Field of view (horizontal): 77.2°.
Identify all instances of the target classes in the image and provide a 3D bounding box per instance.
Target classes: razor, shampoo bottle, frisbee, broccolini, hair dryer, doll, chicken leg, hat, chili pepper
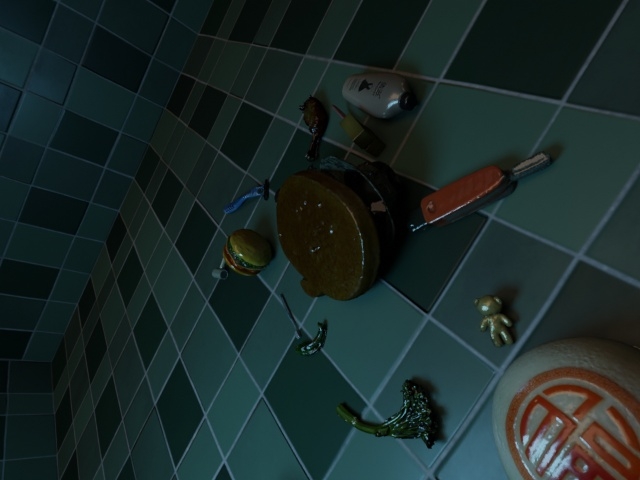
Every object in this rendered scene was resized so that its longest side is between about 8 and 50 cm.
[{"bbox_3d":[-0.287,-0.155,1.515,0.253,0.042,0.081,-20,62,42],"label":"razor"},{"bbox_3d":[0.163,-0.401,1.104,0.257,0.078,0.127,36,98,45],"label":"shampoo bottle"},{"bbox_3d":[-0.075,-0.166,1.313,0.187,0.012,0.211,-59,42,11],"label":"frisbee"},{"bbox_3d":[0.130,0.359,0.868,0.272,0.062,0.123,-15,55,46],"label":"broccolini"},{"bbox_3d":[-0.362,0.085,1.510,0.063,0.038,0.124,4,71,46],"label":"hair dryer"},{"bbox_3d":[0.320,0.148,0.743,0.062,0.051,0.093,-23,61,32],"label":"doll"},{"bbox_3d":[-0.023,-0.376,1.315,0.106,0.051,0.253,-28,57,44],"label":"chicken leg"},{"bbox_3d":[0.123,-0.123,0.991,0.128,0.265,0.266,-39,37,-21],"label":"hat"},{"bbox_3d":[-0.023,0.275,1.072,0.055,0.035,0.118,51,117,26],"label":"chili pepper"}]

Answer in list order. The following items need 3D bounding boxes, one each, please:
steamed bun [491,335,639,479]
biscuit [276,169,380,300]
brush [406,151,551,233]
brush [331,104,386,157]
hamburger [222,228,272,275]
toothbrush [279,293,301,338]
[{"bbox_3d":[0.370,0.271,0.546,0.283,0.177,0.282,-19,62,40],"label":"steamed bun"},{"bbox_3d":[0.007,-0.002,1.044,0.394,0.070,0.350,41,134,41],"label":"biscuit"},{"bbox_3d":[0.315,-0.100,0.845,0.323,0.051,0.070,-29,53,36],"label":"brush"},{"bbox_3d":[0.090,-0.331,1.138,0.047,0.103,0.233,-47,45,20],"label":"brush"},{"bbox_3d":[-0.238,0.038,1.302,0.115,0.162,0.162,-49,46,25],"label":"hamburger"},{"bbox_3d":[-0.092,0.222,1.182,0.014,0.011,0.167,-55,44,24],"label":"toothbrush"}]
